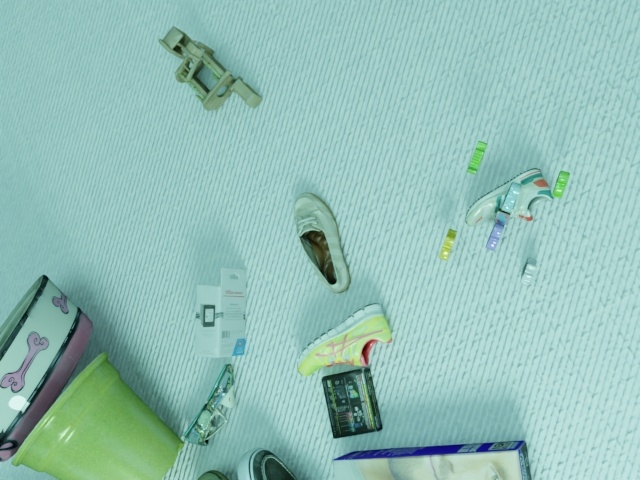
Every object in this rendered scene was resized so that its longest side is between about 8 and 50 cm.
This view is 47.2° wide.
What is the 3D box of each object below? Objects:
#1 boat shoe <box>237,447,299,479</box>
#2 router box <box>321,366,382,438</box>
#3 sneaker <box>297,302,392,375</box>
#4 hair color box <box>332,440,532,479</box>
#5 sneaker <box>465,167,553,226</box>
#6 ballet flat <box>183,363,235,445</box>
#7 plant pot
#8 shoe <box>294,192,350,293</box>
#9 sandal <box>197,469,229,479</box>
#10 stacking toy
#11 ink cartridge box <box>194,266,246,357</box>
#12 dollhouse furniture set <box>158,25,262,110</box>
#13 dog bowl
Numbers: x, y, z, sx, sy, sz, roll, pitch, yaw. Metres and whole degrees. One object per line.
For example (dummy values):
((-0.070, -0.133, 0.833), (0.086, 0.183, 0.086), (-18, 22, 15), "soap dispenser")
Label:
((-0.027, 0.528, 1.376), (0.119, 0.121, 0.335), (-40, 81, 37), "boat shoe")
((0.060, 0.312, 1.410), (0.092, 0.038, 0.122), (-15, 79, 22), "router box")
((0.047, 0.211, 1.404), (0.208, 0.081, 0.094), (-37, 74, 16), "sneaker")
((0.202, 0.464, 1.299), (0.339, 0.110, 0.185), (-10, 80, 21), "hair color box")
((0.339, -0.059, 1.315), (0.161, 0.057, 0.075), (-33, 68, 14), "sneaker")
((-0.213, 0.344, 1.521), (0.070, 0.070, 0.188), (35, 101, 22), "ballet flat")
((-0.429, 0.413, 1.493), (0.254, 0.276, 0.276), (38, 101, -2), "plant pot")
((0.000, 0.000, 1.455), (0.077, 0.058, 0.219), (-28, 75, 19), "shoe")
((-0.188, 0.534, 1.394), (0.303, 0.086, 0.120), (17, 123, 62), "sandal")
((0.317, -0.043, 1.276), (0.167, 0.052, 0.221), (19, 112, 10), "stacking toy")
((-0.203, 0.146, 1.505), (0.060, 0.104, 0.180), (-1, 84, 24), "ink cartridge box")
((-0.246, -0.334, 1.537), (0.101, 0.161, 0.182), (-49, 68, 12), "dollhouse furniture set")
((-0.638, 0.280, 1.549), (0.150, 0.408, 0.408), (36, 102, -20), "dog bowl")
